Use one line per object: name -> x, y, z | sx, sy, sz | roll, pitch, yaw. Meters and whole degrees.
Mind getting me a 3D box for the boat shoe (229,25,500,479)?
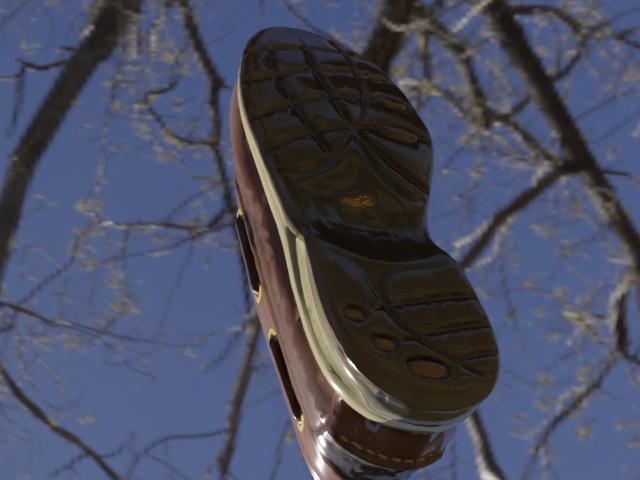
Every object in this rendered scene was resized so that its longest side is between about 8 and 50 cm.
boat shoe -> 0.000, 0.000, 0.456 | 0.064, 0.178, 0.060 | 11, -52, -23
